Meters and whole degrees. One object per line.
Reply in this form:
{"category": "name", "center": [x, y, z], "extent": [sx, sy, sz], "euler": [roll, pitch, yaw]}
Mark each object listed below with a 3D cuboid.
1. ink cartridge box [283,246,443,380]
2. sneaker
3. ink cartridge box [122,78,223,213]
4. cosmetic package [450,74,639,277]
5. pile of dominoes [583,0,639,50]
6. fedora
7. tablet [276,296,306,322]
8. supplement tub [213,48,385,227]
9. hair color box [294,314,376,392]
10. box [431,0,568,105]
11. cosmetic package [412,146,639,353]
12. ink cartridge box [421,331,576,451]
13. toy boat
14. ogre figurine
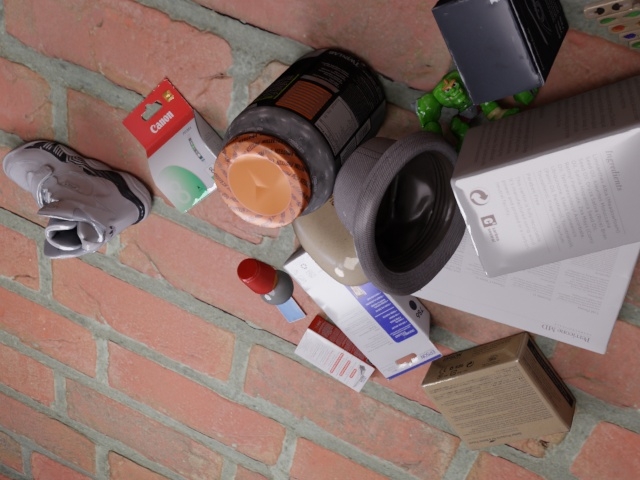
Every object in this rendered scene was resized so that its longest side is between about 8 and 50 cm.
{"category": "ink cartridge box", "center": [0.093, 0.124, 1.676], "extent": [0.165, 0.065, 0.332], "euler": [-32, 103, 40]}
{"category": "sneaker", "center": [-0.562, -0.087, 1.772], "extent": [0.366, 0.210, 0.137], "euler": [19, 130, 15]}
{"category": "ink cartridge box", "center": [-0.288, -0.182, 1.662], "extent": [0.224, 0.056, 0.181], "euler": [47, 131, -13]}
{"category": "cosmetic package", "center": [0.426, -0.116, 1.137], "extent": [0.454, 0.230, 0.161], "euler": [-16, 110, 23]}
{"category": "pile of dominoes", "center": [0.479, -0.278, 1.071], "extent": [0.196, 0.040, 0.251], "euler": [-18, 158, 41]}
{"category": "fedora", "center": [0.111, -0.057, 1.301], "extent": [0.124, 0.243, 0.275], "euler": [30, 164, 38]}
{"category": "tablet", "center": [-0.073, 0.141, 1.817], "extent": [0.054, 0.006, 0.083], "euler": [-24, 109, 39]}
{"category": "supplement tub", "center": [-0.032, -0.166, 1.355], "extent": [0.194, 0.316, 0.193], "euler": [15, 130, 19]}
{"category": "hair color box", "center": [0.038, 0.244, 1.803], "extent": [0.167, 0.053, 0.093], "euler": [32, 131, 5]}
{"category": "box", "center": [0.256, -0.308, 1.165], "extent": [0.108, 0.207, 0.153], "euler": [-12, 117, 34]}
{"category": "cosmetic package", "center": [0.339, 0.013, 1.436], "extent": [0.377, 0.097, 0.284], "euler": [17, 128, 17]}
{"category": "ink cartridge box", "center": [0.351, 0.303, 1.654], "extent": [0.235, 0.088, 0.193], "euler": [-24, 111, 38]}
{"category": "toy boat", "center": [0.000, 0.000, 1.514], "extent": [0.318, 0.267, 0.148], "euler": [-36, 149, 9]}
{"category": "ogre figurine", "center": [0.229, -0.212, 1.326], "extent": [0.197, 0.097, 0.118], "euler": [-37, 94, 35]}
